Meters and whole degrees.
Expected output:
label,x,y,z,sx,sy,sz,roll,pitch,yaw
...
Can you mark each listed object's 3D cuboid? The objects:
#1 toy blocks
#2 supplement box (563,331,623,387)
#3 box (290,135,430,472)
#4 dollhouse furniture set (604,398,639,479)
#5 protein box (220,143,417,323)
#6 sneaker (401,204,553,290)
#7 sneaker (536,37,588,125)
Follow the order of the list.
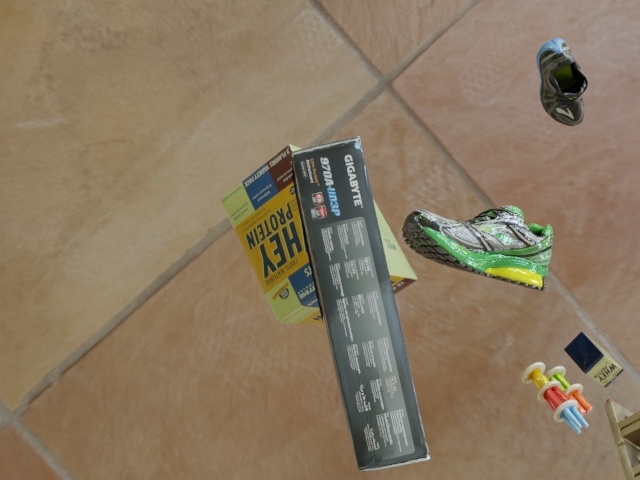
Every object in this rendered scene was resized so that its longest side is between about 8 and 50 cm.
label,x,y,z,sx,sy,sz,roll,pitch,yaw
toy blocks,0.457,0.297,1.541,0.123,0.148,0.054,15,117,-39
supplement box,0.573,0.250,1.744,0.083,0.083,0.056,33,105,-31
box,0.024,0.044,0.627,0.051,0.175,0.220,-12,88,-2
dollhouse furniture set,0.450,0.246,0.968,0.184,0.129,0.129,34,124,-25
protein box,0.000,0.000,1.179,0.136,0.200,0.201,-36,67,22
sneaker,0.302,-0.008,1.593,0.344,0.134,0.146,14,90,-31
sneaker,0.406,-0.250,1.386,0.067,0.078,0.188,-27,140,6
